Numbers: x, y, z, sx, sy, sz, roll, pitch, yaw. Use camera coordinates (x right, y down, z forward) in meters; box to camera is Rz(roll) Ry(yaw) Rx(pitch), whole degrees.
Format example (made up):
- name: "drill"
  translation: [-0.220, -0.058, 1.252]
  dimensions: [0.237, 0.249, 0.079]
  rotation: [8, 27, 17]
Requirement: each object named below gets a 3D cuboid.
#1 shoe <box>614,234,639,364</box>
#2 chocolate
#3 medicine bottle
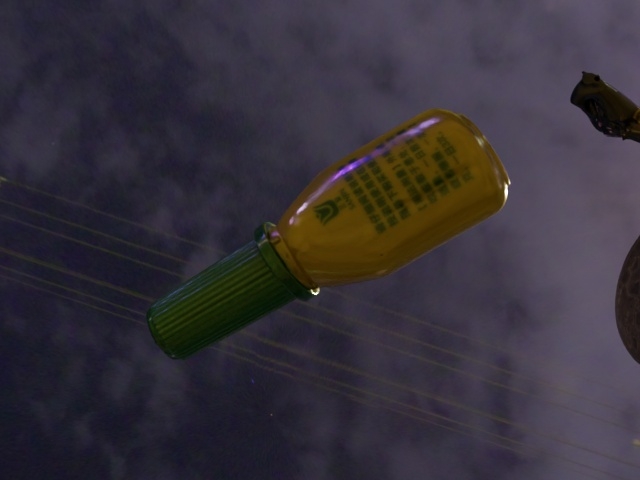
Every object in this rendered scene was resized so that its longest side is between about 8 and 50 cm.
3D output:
- name: "shoe"
  translation: [0.462, 0.012, 0.762]
  dimensions: [0.159, 0.316, 0.124]
  rotation: [2, -142, -13]
- name: "chocolate"
  translation: [0.331, -0.123, 0.702]
  dimensions: [0.070, 0.072, 0.147]
  rotation: [-34, -123, -17]
- name: "medicine bottle"
  translation: [0.000, 0.000, 0.556]
  dimensions: [0.308, 0.076, 0.111]
  rotation: [-30, -125, 0]
